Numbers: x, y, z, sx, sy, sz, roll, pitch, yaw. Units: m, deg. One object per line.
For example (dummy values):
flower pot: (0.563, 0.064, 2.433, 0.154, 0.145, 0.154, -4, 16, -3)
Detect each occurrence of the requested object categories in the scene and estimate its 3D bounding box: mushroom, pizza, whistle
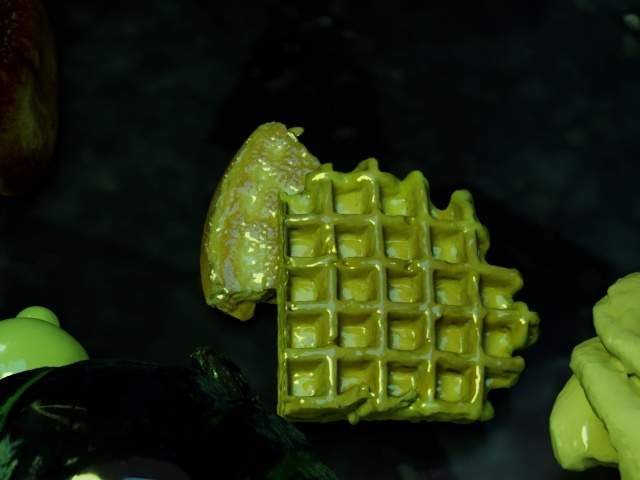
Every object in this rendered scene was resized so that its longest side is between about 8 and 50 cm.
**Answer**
mushroom: (-0.343, -0.120, 1.514, 0.217, 0.148, 0.227, -13, 42, 9)
pizza: (0.000, 0.000, 1.466, 0.199, 0.062, 0.188, 19, 66, 3)
whistle: (-0.187, 0.153, 1.304, 0.288, 0.106, 0.131, 38, 57, 25)

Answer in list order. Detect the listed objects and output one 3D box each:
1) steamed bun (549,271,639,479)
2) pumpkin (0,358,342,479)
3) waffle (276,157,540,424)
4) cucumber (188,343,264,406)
steamed bun: (0.338, 0.134, 1.273, 0.325, 0.230, 0.372, 46, 52, -8)
pumpkin: (-0.141, 0.256, 1.090, 0.363, 0.266, 0.363, -1, 88, 14)
waffle: (0.074, 0.041, 1.396, 0.219, 0.057, 0.229, 4, 68, -8)
cucumber: (-0.060, 0.150, 1.354, 0.053, 0.053, 0.181, -22, 54, -19)
